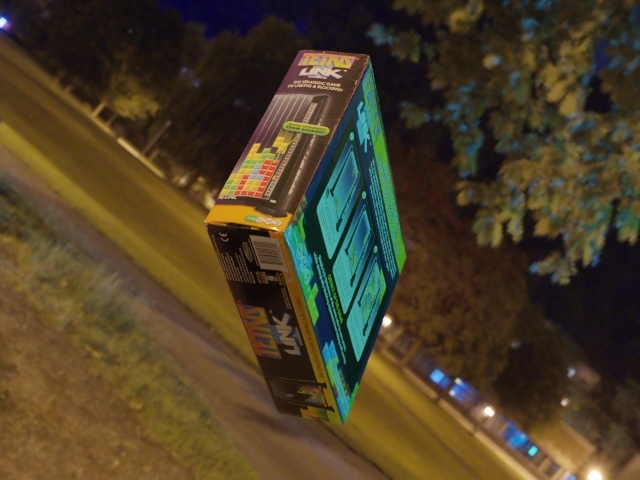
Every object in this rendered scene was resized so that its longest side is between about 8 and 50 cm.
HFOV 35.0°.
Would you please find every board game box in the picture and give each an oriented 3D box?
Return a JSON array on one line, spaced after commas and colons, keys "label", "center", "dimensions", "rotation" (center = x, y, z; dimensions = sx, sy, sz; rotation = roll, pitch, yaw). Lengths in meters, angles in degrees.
[{"label": "board game box", "center": [0.000, 0.000, 0.590], "dimensions": [0.048, 0.141, 0.170], "rotation": [6, -41, 20]}]
